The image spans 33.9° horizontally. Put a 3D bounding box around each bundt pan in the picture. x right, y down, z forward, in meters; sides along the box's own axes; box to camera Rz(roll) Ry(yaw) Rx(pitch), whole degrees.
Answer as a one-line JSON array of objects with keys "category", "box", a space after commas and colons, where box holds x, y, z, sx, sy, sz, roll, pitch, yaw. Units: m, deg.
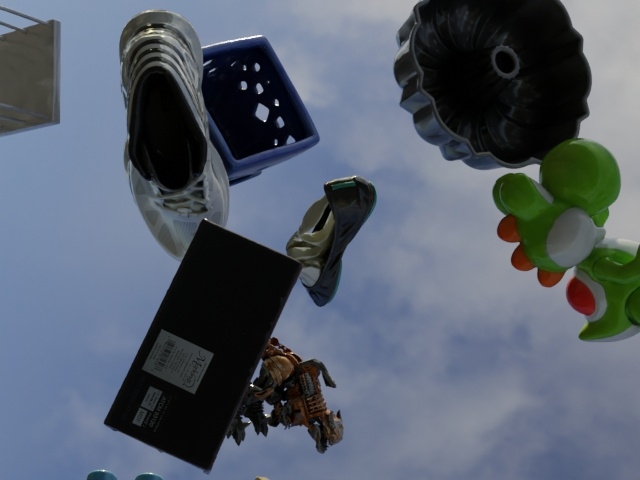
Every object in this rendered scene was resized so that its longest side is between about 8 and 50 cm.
[{"category": "bundt pan", "box": [0.250, -0.253, 1.614, 0.124, 0.330, 0.331, -26, -129, 62]}]

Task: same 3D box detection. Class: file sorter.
[{"category": "file sorter", "box": [-0.631, -0.300, 1.909, 0.277, 0.173, 0.193, -7, -100, 34]}]

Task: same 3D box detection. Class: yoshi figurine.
[{"category": "yoshi figurine", "box": [0.408, -0.003, 1.435, 0.203, 0.362, 0.203, -38, -163, 49]}]

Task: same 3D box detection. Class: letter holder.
[{"category": "letter holder", "box": [-0.158, 0.157, 1.471, 0.214, 0.152, 0.302, 108, 6, -75]}]

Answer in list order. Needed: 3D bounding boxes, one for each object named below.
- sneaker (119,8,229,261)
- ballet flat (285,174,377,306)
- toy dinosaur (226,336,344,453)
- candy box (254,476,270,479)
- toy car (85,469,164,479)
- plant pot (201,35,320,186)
[{"category": "sneaker", "box": [-0.237, -0.098, 1.611, 0.258, 0.169, 0.448, -96, 180, -53]}, {"category": "ballet flat", "box": [0.000, 0.000, 1.673, 0.280, 0.096, 0.095, 112, -31, -41]}, {"category": "toy dinosaur", "box": [-0.086, 0.289, 2.086, 0.218, 0.164, 0.322, -43, -128, 15]}, {"category": "candy box", "box": [-0.055, 0.493, 1.759, 0.186, 0.053, 0.109, 32, -95, 20]}, {"category": "toy car", "box": [-0.457, 0.682, 2.410, 0.238, 0.210, 0.219, 100, -7, -48]}, {"category": "plant pot", "box": [-0.184, -0.213, 1.934, 0.212, 0.236, 0.236, -32, -96, 46]}]
